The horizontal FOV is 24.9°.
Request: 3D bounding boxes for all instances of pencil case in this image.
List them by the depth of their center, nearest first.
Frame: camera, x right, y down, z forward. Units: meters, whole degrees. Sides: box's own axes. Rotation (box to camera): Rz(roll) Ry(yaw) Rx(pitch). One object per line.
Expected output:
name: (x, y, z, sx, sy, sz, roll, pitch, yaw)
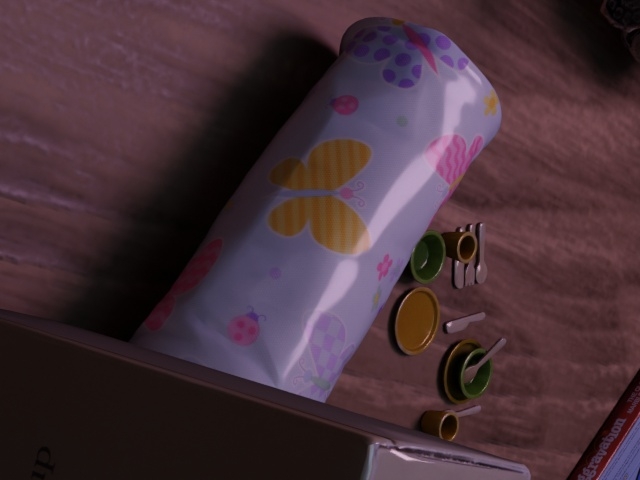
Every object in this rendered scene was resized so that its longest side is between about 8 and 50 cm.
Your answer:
pencil case: (0.000, 0.000, 0.836, 0.273, 0.113, 0.124, -57, 167, -21)

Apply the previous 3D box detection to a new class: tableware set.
tableware set: (0.091, 0.065, 1.015, 0.104, 0.024, 0.154, -11, 107, -45)

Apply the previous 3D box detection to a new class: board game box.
board game box: (0.300, 0.173, 1.259, 0.281, 0.027, 0.145, -49, 128, -28)

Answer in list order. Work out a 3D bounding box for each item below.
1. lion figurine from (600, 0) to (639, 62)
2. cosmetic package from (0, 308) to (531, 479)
lion figurine: (0.259, -0.274, 0.992, 0.240, 0.142, 0.392, -47, 136, -52)
cosmetic package: (-0.076, 0.132, 0.642, 0.113, 0.309, 0.160, 19, 84, -48)
